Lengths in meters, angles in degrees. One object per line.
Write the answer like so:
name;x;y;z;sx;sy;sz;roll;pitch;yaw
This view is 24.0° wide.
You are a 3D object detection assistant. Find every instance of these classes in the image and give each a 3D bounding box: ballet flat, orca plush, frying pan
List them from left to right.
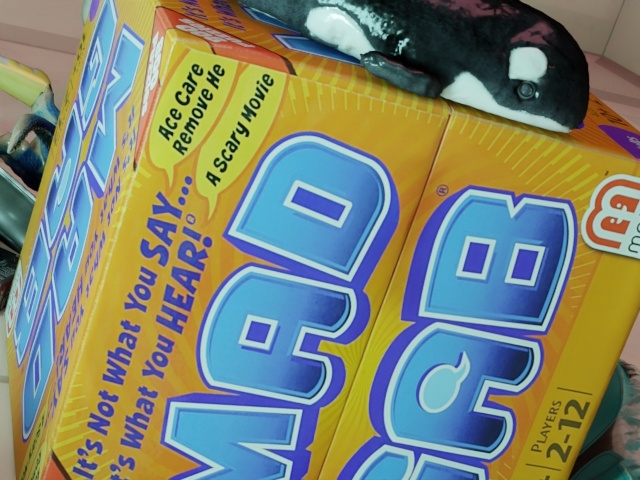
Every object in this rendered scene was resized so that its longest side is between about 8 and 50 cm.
frying pan;-0.345;-0.079;1.358;0.326;0.053;0.197;33;-13;24
orca plush;0.047;-0.169;0.953;0.287;0.102;0.151;30;21;30
ballet flat;0.234;0.215;1.186;0.147;0.147;0.409;21;15;4

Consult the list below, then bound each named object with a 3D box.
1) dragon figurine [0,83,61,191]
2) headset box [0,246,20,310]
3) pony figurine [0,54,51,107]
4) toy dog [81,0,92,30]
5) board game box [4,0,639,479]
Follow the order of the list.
dragon figurine;-0.222;-0.058;1.359;0.144;0.085;0.289;43;-12;-7
headset box;-0.291;0.032;1.300;0.062;0.032;0.083;23;17;11
pony figurine;-0.511;-0.263;1.630;0.363;0.303;0.351;23;19;-46
toy dog;-0.110;-0.288;1.876;0.408;0.395;0.284;17;25;-35
board game box;-0.012;0.011;1.117;0.356;0.356;0.356;13;19;-18
